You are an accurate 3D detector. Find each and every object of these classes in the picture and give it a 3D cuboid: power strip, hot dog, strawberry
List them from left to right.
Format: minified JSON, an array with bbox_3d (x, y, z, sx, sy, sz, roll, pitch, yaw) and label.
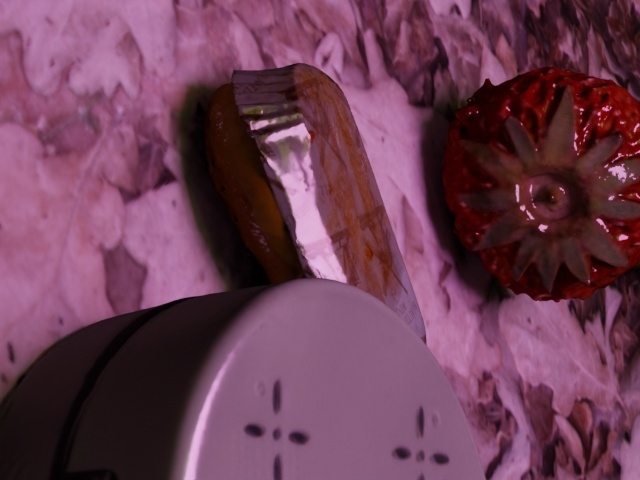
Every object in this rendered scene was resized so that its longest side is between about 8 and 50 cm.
[{"bbox_3d":[-0.048,0.193,1.025,0.357,0.161,0.357,22,63,-51],"label":"power strip"},{"bbox_3d":[0.000,0.000,1.227,0.162,0.082,0.270,-36,107,-63],"label":"hot dog"},{"bbox_3d":[0.206,-0.055,1.505,0.244,0.205,0.205,-55,129,-76],"label":"strawberry"}]

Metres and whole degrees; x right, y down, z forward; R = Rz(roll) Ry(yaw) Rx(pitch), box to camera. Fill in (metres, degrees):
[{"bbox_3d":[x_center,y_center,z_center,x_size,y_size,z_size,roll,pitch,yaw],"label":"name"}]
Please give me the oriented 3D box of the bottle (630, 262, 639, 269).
[{"bbox_3d":[0.362,-0.009,1.784,0.286,0.082,0.082,2,79,-56],"label":"bottle"}]
